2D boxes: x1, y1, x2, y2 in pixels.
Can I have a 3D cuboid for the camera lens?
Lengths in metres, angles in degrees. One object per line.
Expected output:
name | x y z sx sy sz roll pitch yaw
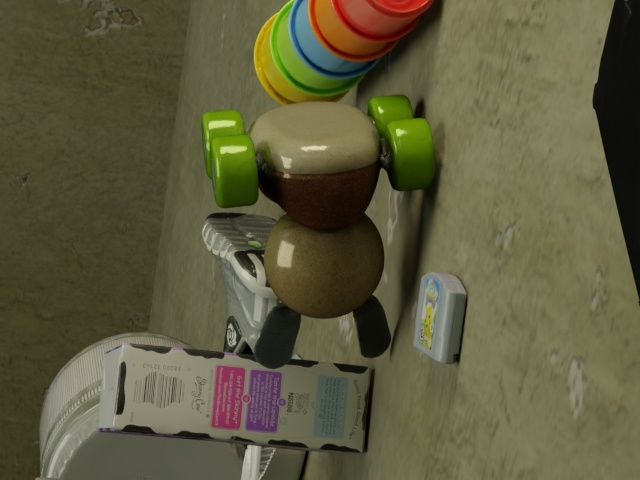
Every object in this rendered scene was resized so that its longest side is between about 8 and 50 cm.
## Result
camera lens | -0.186 0.229 2.107 0.274 0.219 0.219 -123 41 -75

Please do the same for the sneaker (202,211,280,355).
sneaker | -0.077 0.056 2.004 0.228 0.086 0.132 -118 33 -71

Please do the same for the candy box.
candy box | -0.072 0.128 1.592 0.165 0.196 0.070 150 125 -78

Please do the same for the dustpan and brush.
dustpan and brush | -0.055 0.215 1.829 0.147 0.060 0.211 -147 65 -79

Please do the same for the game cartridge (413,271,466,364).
game cartridge | 0.078 0.049 1.317 0.083 0.017 0.056 -156 77 -79

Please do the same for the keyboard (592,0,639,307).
keyboard | 0.166 -0.035 0.833 0.317 0.033 0.201 -95 9 -47

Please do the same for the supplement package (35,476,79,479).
supplement package | -0.115 0.275 1.599 0.134 0.244 0.139 -175 91 -80

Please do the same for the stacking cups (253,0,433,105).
stacking cups | 0.022 -0.168 1.585 0.316 0.096 0.096 166 111 -77

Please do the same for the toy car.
toy car | 0.000 0.000 1.457 0.149 0.155 0.188 -115 20 -72
